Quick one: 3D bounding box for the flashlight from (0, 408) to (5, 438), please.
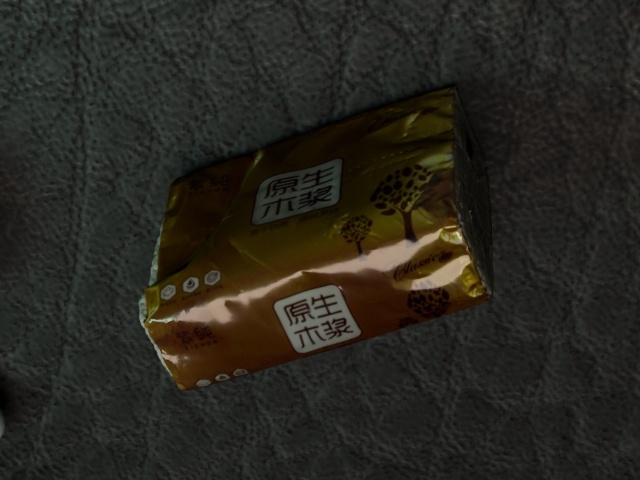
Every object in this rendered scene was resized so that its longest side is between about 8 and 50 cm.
[{"bbox_3d":[-0.320,0.092,1.330,0.200,0.093,0.047,41,72,-21],"label":"flashlight"}]

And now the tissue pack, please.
[{"bbox_3d":[0.000,0.000,1.183,0.226,0.183,0.092,-16,120,14],"label":"tissue pack"}]
